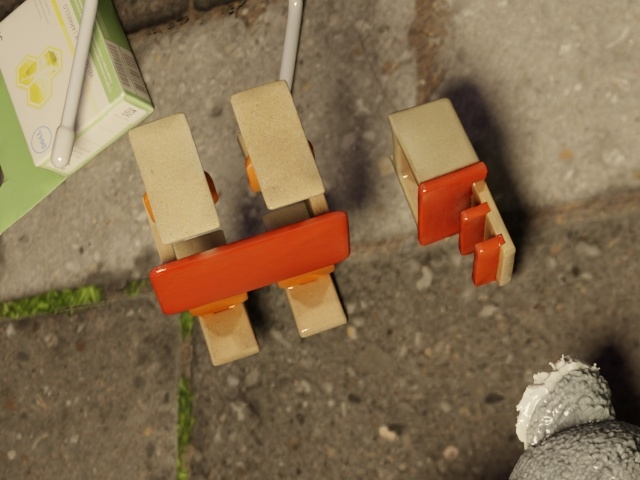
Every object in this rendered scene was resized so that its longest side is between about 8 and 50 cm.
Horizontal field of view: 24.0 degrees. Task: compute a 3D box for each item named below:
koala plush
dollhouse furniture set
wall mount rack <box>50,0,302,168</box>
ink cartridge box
[{"bbox_3d":[0.151,0.204,1.004,0.221,0.203,0.196,-41,58,6],"label":"koala plush"},{"bbox_3d":[0.000,0.000,1.124,0.259,0.262,0.135,-18,66,-4],"label":"dollhouse furniture set"},{"bbox_3d":[-0.130,-0.216,1.301,0.350,0.130,0.304,6,120,17],"label":"wall mount rack"},{"bbox_3d":[-0.282,-0.132,1.464,0.235,0.056,0.171,-35,61,20],"label":"ink cartridge box"}]
